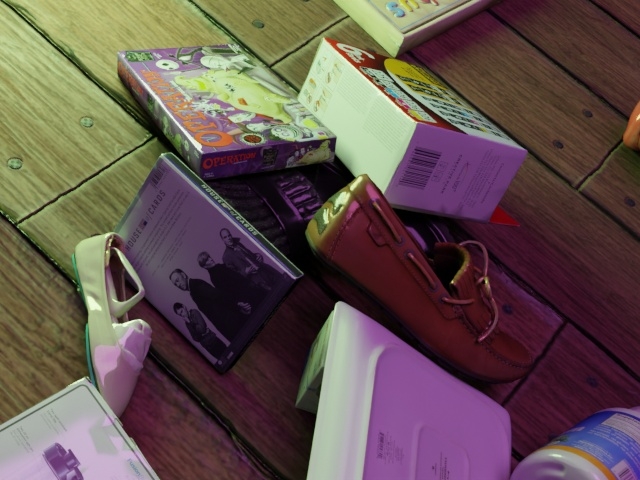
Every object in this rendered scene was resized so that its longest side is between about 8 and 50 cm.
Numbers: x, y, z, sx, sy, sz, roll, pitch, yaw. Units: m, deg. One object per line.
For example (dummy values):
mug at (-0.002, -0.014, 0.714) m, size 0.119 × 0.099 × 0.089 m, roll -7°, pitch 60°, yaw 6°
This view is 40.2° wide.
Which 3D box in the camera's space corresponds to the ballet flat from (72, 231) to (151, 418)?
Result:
ballet flat at (-0.254, 0.096, 1.092) m, size 0.086 × 0.086 × 0.248 m, roll -5°, pitch 59°, yaw -25°

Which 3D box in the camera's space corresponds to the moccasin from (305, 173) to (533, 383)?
moccasin at (0.155, 0.056, 1.146) m, size 0.380 × 0.147 × 0.139 m, roll 42°, pitch 11°, yaw -18°

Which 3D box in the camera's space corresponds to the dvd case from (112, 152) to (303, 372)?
dvd case at (-0.159, 0.030, 1.130) m, size 0.239 × 0.179 × 0.029 m, roll 43°, pitch 25°, yaw 11°

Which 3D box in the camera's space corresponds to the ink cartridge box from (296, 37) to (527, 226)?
ink cartridge box at (0.150, -0.162, 1.317) m, size 0.272 × 0.130 × 0.309 m, roll 9°, pitch 28°, yaw -33°

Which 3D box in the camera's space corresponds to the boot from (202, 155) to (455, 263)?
boot at (-0.002, 0.003, 1.217) m, size 0.348 × 0.131 × 0.260 m, roll 33°, pitch 37°, yaw 17°

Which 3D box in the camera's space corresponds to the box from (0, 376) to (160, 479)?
box at (-0.330, 0.293, 0.927) m, size 0.290 × 0.087 × 0.169 m, roll -31°, pitch 71°, yaw -35°

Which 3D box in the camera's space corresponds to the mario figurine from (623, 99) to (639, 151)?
mario figurine at (0.680, -0.150, 1.583) m, size 0.170 × 0.198 × 0.320 m, roll -8°, pitch 63°, yaw -12°

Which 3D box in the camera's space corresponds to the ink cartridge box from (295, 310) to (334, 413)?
ink cartridge box at (0.014, 0.161, 1.134) m, size 0.052 × 0.122 × 0.088 m, roll 19°, pitch 51°, yaw -9°

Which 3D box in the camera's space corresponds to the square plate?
square plate at (0.128, 0.286, 1.048) m, size 0.344 × 0.049 × 0.347 m, roll 36°, pitch 45°, yaw -30°

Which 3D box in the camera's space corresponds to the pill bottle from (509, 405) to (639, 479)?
pill bottle at (0.374, 0.306, 1.138) m, size 0.272 × 0.152 × 0.152 m, roll -12°, pitch 60°, yaw -47°

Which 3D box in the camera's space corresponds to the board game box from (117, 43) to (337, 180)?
board game box at (-0.148, -0.203, 1.297) m, size 0.208 × 0.056 × 0.347 m, roll -15°, pitch 40°, yaw -26°

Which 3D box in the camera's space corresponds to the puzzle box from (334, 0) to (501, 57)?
puzzle box at (0.189, -0.532, 1.745) m, size 0.272 × 0.052 × 0.409 m, roll 46°, pitch 53°, yaw 12°
